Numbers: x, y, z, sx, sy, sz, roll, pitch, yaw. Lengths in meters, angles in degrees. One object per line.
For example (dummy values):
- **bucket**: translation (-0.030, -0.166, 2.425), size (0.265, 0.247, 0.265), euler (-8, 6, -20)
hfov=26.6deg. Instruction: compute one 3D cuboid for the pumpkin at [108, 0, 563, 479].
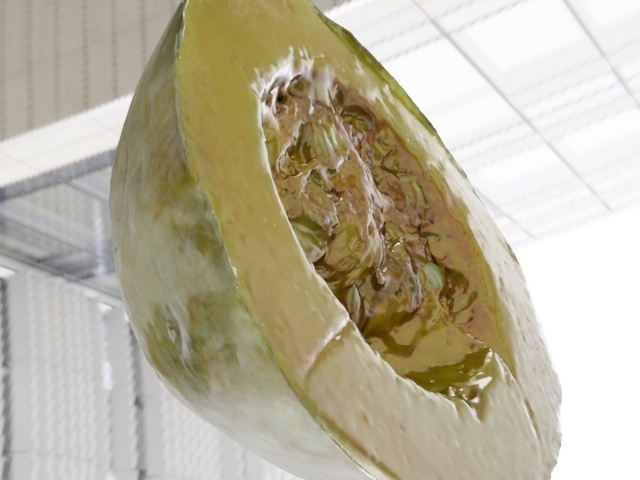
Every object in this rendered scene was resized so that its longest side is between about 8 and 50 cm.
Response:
- **pumpkin**: translation (-0.010, 0.013, 0.497), size (0.110, 0.217, 0.217), euler (-28, -116, 32)
